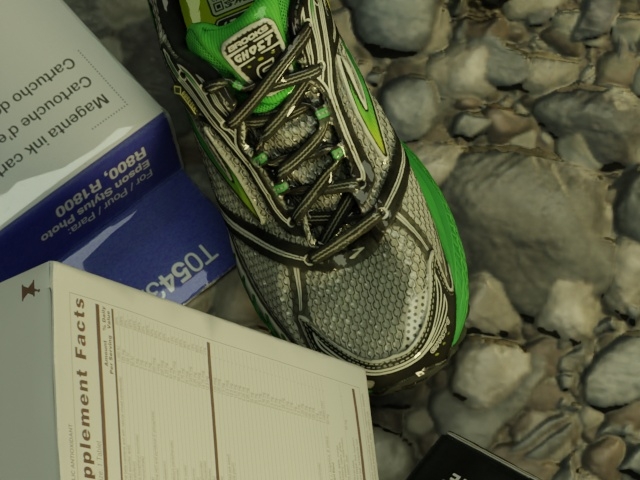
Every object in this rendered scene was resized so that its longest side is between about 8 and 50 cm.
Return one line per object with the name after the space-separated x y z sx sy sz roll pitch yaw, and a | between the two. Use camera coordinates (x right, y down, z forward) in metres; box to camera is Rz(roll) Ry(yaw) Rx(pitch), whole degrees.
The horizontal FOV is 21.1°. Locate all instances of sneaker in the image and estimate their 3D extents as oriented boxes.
-0.026 -0.065 1.007 0.134 0.146 0.343 -29 77 5 | sneaker

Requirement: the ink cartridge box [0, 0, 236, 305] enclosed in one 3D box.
-0.265 -0.028 1.059 0.324 0.071 0.330 -39 75 -18 | ink cartridge box

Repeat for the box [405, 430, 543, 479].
0.115 0.271 0.886 0.322 0.079 0.257 25 66 39 | box

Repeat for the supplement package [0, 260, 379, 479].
-0.093 0.119 0.881 0.134 0.244 0.139 -23 61 32 | supplement package
